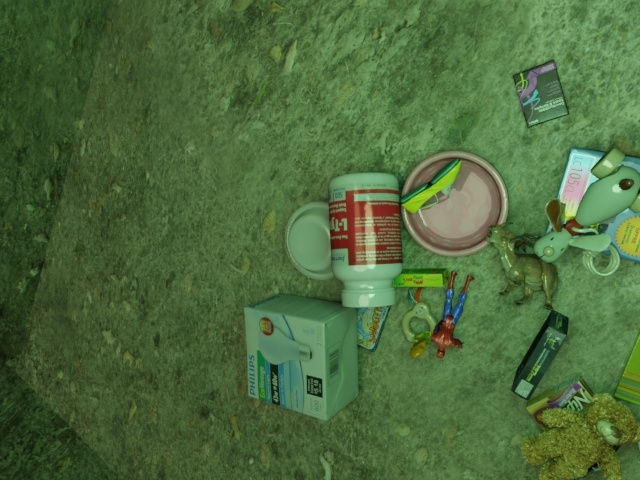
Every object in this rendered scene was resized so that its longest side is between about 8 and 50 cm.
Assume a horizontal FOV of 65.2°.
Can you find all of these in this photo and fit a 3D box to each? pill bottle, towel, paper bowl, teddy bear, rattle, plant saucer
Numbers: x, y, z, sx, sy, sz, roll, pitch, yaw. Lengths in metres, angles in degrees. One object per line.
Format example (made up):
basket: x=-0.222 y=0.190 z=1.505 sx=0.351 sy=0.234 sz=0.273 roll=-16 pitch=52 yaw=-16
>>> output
pill bottle: x=0.144 y=0.001 z=1.591 sx=0.229 sy=0.229 sz=0.407 roll=-4 pitch=87 yaw=28
towel: x=0.935 y=0.361 z=1.433 sx=0.102 sy=0.021 sz=0.237 roll=17 pitch=105 yaw=18
paper bowl: x=0.000 y=0.000 z=1.785 sx=0.284 sy=0.148 sz=0.284 roll=5 pitch=100 yaw=28
teddy bear: x=0.743 y=0.588 z=1.439 sx=0.338 sy=0.113 sz=0.245 roll=-29 pitch=62 yaw=32
rattle: x=0.313 y=0.267 z=1.675 sx=0.130 sy=0.143 sz=0.199 roll=11 pitch=111 yaw=44
plant saucer: x=0.423 y=-0.116 z=1.581 sx=0.332 sy=0.084 sz=0.332 roll=5 pitch=100 yaw=27

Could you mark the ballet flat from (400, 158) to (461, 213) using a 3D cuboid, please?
ballet flat: x=0.351 y=-0.158 z=1.532 sx=0.231 sy=0.077 sz=0.077 roll=-37 pitch=102 yaw=30

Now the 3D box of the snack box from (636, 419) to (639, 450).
snack box: x=1.067 y=0.583 z=1.377 sx=0.322 sy=0.060 sz=0.187 roll=-15 pitch=91 yaw=29

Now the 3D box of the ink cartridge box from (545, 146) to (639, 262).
ink cartridge box: x=0.842 y=-0.084 z=1.335 sx=0.396 sy=0.151 sz=0.269 roll=16 pitch=105 yaw=23

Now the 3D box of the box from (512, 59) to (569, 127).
box: x=0.638 y=-0.422 z=1.449 sx=0.116 sy=0.029 sz=0.162 roll=-16 pitch=92 yaw=29

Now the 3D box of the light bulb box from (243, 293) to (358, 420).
light bulb box: x=-0.070 y=0.405 z=1.822 sx=0.361 sy=0.225 sz=0.357 roll=4 pitch=100 yaw=34

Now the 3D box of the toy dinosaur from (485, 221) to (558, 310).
toy dinosaur: x=0.616 y=0.080 z=1.459 sx=0.296 sy=0.127 sz=0.200 roll=30 pitch=75 yaw=-18

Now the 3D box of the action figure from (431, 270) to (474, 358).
action figure: x=0.436 y=0.253 z=1.643 sx=0.092 sy=0.139 sz=0.280 roll=15 pitch=83 yaw=28

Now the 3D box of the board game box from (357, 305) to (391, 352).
board game box: x=0.166 y=0.285 z=1.808 sx=0.136 sy=0.035 sz=0.201 roll=23 pitch=109 yaw=23

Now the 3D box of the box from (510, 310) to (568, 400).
box: x=0.651 y=0.335 z=1.481 sx=0.059 sy=0.183 sz=0.232 roll=29 pitch=110 yaw=20

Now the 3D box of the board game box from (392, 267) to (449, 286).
board game box: x=0.326 y=0.123 z=1.666 sx=0.181 sy=0.092 sz=0.043 roll=-3 pitch=98 yaw=28

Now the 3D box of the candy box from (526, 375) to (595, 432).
candy box: x=0.747 y=0.509 z=1.535 sx=0.187 sy=0.053 sz=0.109 roll=-41 pitch=80 yaw=28

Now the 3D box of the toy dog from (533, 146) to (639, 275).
toy dog: x=0.680 y=-0.065 z=1.244 sx=0.220 sy=0.161 sz=0.333 roll=25 pitch=109 yaw=22

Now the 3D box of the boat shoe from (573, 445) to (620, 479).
boat shoe: x=0.812 y=0.644 z=1.509 sx=0.095 sy=0.079 sz=0.254 roll=47 pitch=115 yaw=17
